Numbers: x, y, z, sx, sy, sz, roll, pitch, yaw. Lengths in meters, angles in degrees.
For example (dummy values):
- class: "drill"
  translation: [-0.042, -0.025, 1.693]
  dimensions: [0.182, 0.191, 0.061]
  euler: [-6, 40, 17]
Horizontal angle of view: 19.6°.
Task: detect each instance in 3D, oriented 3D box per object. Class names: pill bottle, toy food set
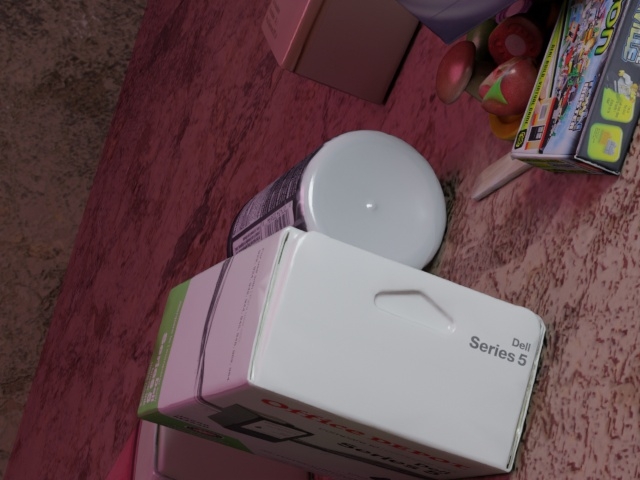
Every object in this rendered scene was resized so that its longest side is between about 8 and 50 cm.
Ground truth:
- class: "pill bottle"
  translation: [0.000, 0.000, 1.571]
  dimensions: [0.245, 0.130, 0.130]
  euler: [147, 140, -64]
- class: "toy food set"
  translation: [0.139, -0.152, 1.408]
  dimensions: [0.128, 0.071, 0.218]
  euler: [156, 131, -68]

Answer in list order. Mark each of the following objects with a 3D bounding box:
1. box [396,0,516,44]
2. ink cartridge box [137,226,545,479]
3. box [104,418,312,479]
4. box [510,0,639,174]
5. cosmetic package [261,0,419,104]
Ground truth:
- class: "box"
  translation: [0.095, -0.329, 1.238]
  dimensions: [0.296, 0.294, 0.183]
  euler: [-30, 28, 51]
- class: "ink cartridge box"
  translation: [0.006, 0.093, 1.322]
  dimensions: [0.273, 0.198, 0.115]
  euler: [154, 133, -68]
- class: "box"
  translation: [-0.121, 0.261, 1.620]
  dimensions: [0.232, 0.148, 0.127]
  euler: [-59, 19, 31]
- class: "box"
  translation: [0.200, -0.148, 1.272]
  dimensions: [0.207, 0.036, 0.114]
  euler: [-71, 17, -3]
- class: "cosmetic package"
  translation: [0.060, -0.304, 1.764]
  dimensions: [0.160, 0.113, 0.309]
  euler: [-115, 46, -67]
